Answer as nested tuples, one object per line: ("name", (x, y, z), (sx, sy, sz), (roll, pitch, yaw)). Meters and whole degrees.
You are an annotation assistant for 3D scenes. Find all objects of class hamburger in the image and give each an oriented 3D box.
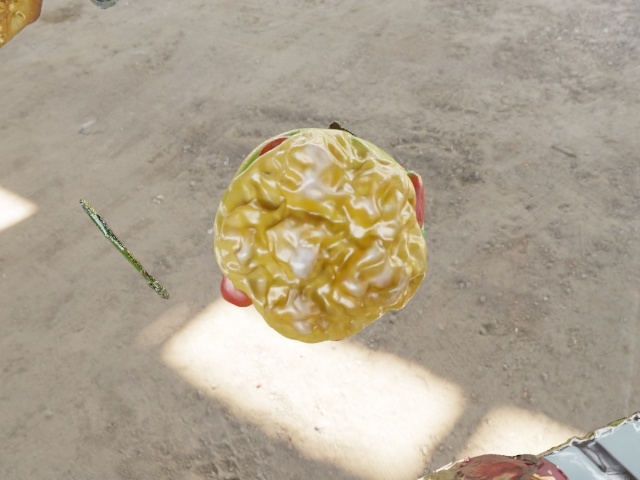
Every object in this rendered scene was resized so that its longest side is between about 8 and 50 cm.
("hamburger", (0.000, 0.000, 0.544), (0.237, 0.237, 0.149), (-10, 14, 0))

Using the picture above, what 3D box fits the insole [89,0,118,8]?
("insole", (-0.255, -0.315, 0.607), (0.065, 0.006, 0.193), (-46, 56, 17))

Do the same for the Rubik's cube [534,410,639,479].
("Rubik's cube", (0.365, 0.350, 0.487), (0.288, 0.283, 0.293), (-30, 21, 14))

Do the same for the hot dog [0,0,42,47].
("hot dog", (-0.413, -0.223, 0.438), (0.223, 0.185, 0.405), (19, 46, -11))

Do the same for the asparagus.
("asparagus", (-0.239, 0.015, 0.664), (0.013, 0.166, 0.016), (-7, 36, 42))

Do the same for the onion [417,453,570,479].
("onion", (0.101, 0.208, 0.322), (0.150, 0.150, 0.140), (-23, 70, -12))
